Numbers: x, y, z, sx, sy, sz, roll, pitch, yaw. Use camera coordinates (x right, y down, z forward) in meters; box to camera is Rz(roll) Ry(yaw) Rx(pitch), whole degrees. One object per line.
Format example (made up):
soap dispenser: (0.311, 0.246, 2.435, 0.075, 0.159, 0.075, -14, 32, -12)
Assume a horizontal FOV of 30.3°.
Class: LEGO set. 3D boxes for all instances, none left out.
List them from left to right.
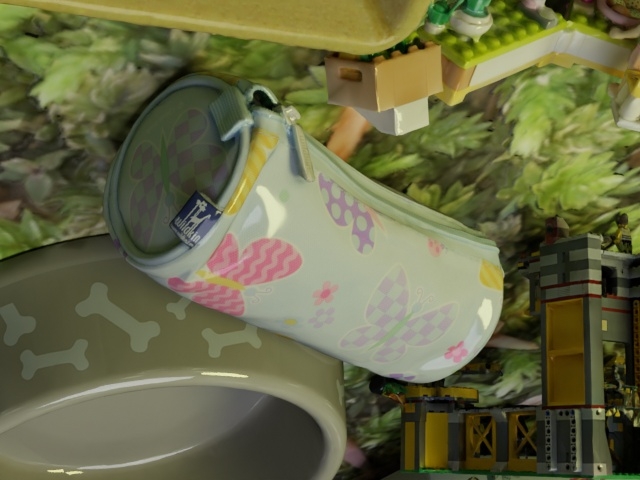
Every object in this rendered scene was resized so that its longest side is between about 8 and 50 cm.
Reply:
LEGO set: (0.141, -0.122, 0.610, 0.286, 0.132, 0.107, 4, 132, -16)
LEGO set: (0.224, 0.087, 0.919, 0.331, 0.192, 0.255, 6, 168, -24)

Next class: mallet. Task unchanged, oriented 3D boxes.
mallet: (0.103, 0.158, 1.044, 0.189, 0.039, 0.062, 23, 132, -35)

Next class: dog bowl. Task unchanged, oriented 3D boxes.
dog bowl: (-0.139, 0.139, 0.861, 0.348, 0.102, 0.349, -10, 145, -7)

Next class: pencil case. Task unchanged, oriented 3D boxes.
pencil case: (0.000, 0.000, 0.719, 0.124, 0.113, 0.273, -50, 136, 11)

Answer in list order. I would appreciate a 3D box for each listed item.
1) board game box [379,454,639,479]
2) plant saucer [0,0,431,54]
board game box: (0.179, 0.281, 1.142, 0.303, 0.098, 0.224, 7, 153, -27)
plant saucer: (-0.069, -0.228, 0.393, 0.332, 0.081, 0.333, 5, 138, -21)
